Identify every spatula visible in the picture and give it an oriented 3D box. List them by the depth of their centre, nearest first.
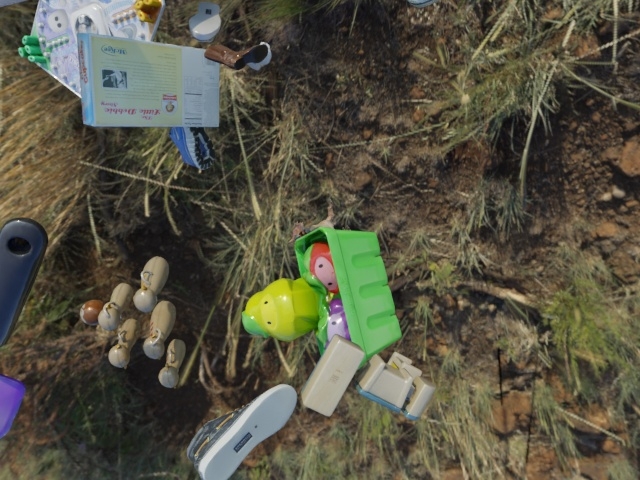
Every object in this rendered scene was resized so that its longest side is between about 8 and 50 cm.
[{"bbox_3d":[-0.270,0.087,0.373,0.084,0.030,0.296,26,125,-24],"label":"spatula"}]

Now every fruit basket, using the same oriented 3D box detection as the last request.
[{"bbox_3d":[-0.017,0.164,1.228,0.392,0.391,0.283,33,160,-13],"label":"fruit basket"}]

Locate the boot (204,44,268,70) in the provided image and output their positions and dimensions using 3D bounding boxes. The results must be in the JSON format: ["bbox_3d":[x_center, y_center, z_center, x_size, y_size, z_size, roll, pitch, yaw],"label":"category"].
[{"bbox_3d":[-0.188,-0.418,1.022,0.114,0.106,0.037,31,143,34],"label":"boot"}]

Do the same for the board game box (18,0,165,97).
[{"bbox_3d":[-0.662,-0.595,1.300,0.390,0.050,0.389,37,116,7],"label":"board game box"}]

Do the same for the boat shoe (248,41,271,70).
[{"bbox_3d":[-0.183,-0.580,1.428,0.066,0.184,0.063,26,88,-15],"label":"boat shoe"}]

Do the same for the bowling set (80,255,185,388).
[{"bbox_3d":[-0.393,0.186,0.936,0.200,0.154,0.286,-7,118,-3],"label":"bowling set"}]

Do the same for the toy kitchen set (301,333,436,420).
[{"bbox_3d":[0.077,0.251,0.834,0.207,0.166,0.122,29,91,-10],"label":"toy kitchen set"}]

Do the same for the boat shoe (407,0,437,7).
[{"bbox_3d":[0.353,-0.760,1.023,0.156,0.186,0.500,19,137,-31],"label":"boat shoe"}]

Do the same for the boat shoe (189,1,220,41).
[{"bbox_3d":[-0.379,-0.698,1.514,0.096,0.267,0.088,2,134,-15],"label":"boat shoe"}]

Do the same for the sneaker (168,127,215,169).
[{"bbox_3d":[-0.494,-0.416,1.656,0.147,0.130,0.329,9,120,29],"label":"sneaker"}]

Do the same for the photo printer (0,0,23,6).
[{"bbox_3d":[-0.631,-0.551,0.799,0.107,0.256,0.307,55,152,4],"label":"photo printer"}]

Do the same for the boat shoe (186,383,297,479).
[{"bbox_3d":[-0.125,0.285,0.722,0.083,0.183,0.065,6,127,53],"label":"boat shoe"}]

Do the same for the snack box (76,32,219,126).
[{"bbox_3d":[-0.384,-0.361,1.076,0.060,0.322,0.187,20,113,39],"label":"snack box"}]

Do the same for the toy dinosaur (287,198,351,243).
[{"bbox_3d":[0.000,0.000,1.569,0.200,0.127,0.295,-32,140,-4],"label":"toy dinosaur"}]
